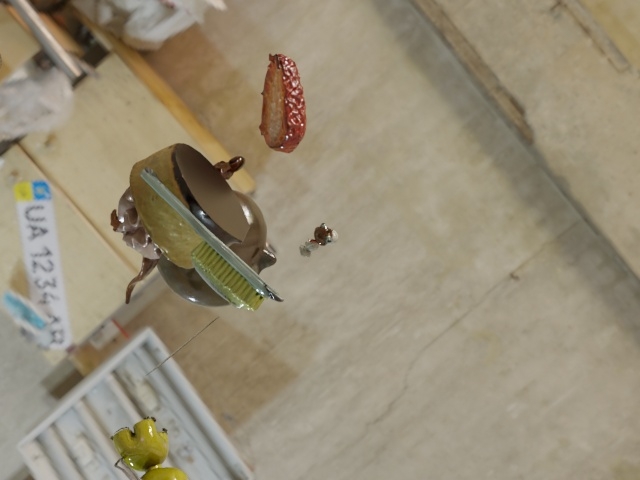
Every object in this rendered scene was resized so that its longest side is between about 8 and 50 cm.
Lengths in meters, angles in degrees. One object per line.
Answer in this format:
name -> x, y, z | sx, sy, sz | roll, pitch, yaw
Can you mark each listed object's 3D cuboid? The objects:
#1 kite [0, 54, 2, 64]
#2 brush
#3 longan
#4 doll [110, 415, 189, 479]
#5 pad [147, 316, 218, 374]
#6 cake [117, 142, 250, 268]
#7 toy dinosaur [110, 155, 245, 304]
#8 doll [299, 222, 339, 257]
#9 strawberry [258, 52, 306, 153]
kite -> -0.530, -0.268, 1.507 | 0.122, 0.004, 0.090 | 121, -25, -45
brush -> -0.171, 0.007, 1.302 | 0.060, 0.297, 0.068 | -48, 158, 1
longan -> -0.254, 0.017, 2.236 | 0.300, 0.300, 0.243 | -40, -176, -2
doll -> -0.286, 0.434, 1.622 | 0.143, 0.221, 0.135 | -23, 147, -2
pad -> -0.270, 0.206, 1.778 | 0.143, 0.003, 0.211 | -40, -178, -25
cake -> -0.239, -0.035, 1.463 | 0.178, 0.207, 0.185 | -37, 162, 13
toy dinosaur -> -0.324, -0.023, 1.808 | 0.432, 0.097, 0.208 | -43, 168, 19
doll -> -0.006, 0.000, 1.697 | 0.085, 0.040, 0.058 | -22, 158, 23
strawberry -> -0.060, -0.260, 1.755 | 0.082, 0.188, 0.121 | -1, -172, -29
